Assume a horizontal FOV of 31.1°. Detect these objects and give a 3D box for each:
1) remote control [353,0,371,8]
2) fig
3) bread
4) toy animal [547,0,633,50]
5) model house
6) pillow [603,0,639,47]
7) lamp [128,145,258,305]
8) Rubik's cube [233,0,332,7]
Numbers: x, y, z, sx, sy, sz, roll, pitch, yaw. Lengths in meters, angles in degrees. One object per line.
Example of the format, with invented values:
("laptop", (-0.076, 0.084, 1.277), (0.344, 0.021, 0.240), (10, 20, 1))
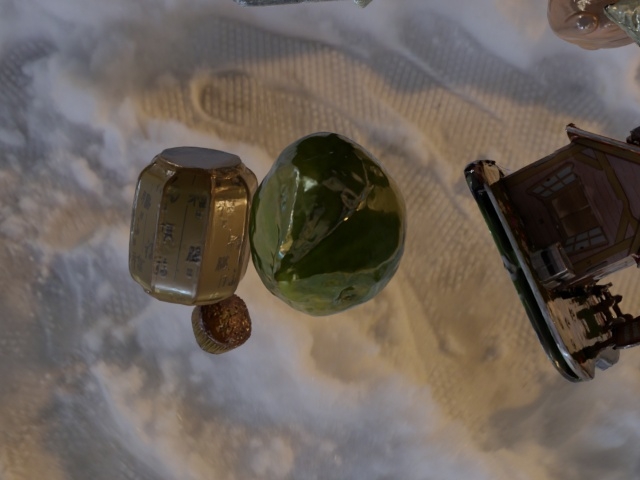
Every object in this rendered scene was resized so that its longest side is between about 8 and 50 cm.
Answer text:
("remote control", (0.078, -0.495, 1.697), (0.051, 0.293, 0.103), (7, 31, 9))
("fig", (0.013, -0.006, 1.092), (0.167, 0.233, 0.167), (-5, 113, -13))
("bread", (-0.130, 0.108, 1.539), (0.085, 0.053, 0.085), (17, 55, -26))
("toy animal", (0.333, -0.329, 1.360), (0.171, 0.171, 0.197), (5, 93, 1))
("model house", (0.264, -0.003, 1.025), (0.154, 0.294, 0.207), (-28, 79, 19))
("pillow", (0.403, -0.209, 1.193), (0.128, 0.050, 0.229), (-17, 41, -14))
("lamp", (-0.161, -0.019, 1.455), (0.161, 0.161, 0.185), (8, 107, 2))
("Rubik's cube", (0.003, -0.385, 1.170), (0.253, 0.259, 0.256), (-7, 110, -15))
